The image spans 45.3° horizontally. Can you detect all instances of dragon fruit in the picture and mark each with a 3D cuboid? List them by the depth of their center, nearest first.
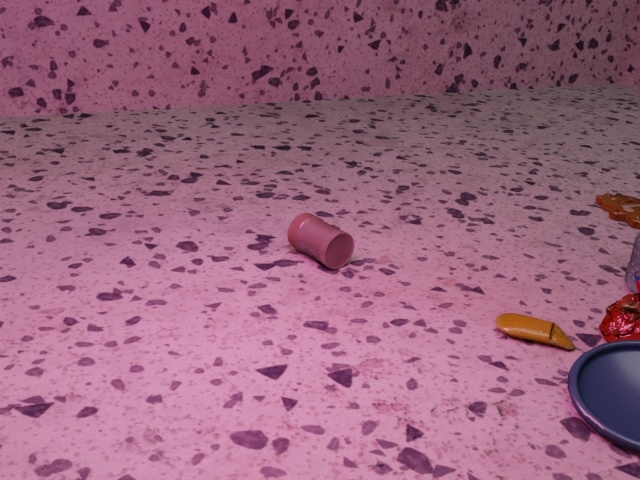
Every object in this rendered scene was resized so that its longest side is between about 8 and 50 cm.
[{"bbox_3d":[0.644,0.162,1.639,0.083,0.106,0.162,8,25,15],"label":"dragon fruit"}]

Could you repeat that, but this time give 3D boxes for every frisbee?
[{"bbox_3d":[0.598,0.290,1.395,0.290,0.049,0.289,-2,34,2],"label":"frisbee"}]

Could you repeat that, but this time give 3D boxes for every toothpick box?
[{"bbox_3d":[0.000,0.000,1.911,0.098,0.098,0.149,-16,31,-37],"label":"toothpick box"}]

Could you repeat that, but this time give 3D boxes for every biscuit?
[{"bbox_3d":[0.958,-0.095,2.354,0.184,0.035,0.249,-1,24,-12],"label":"biscuit"}]

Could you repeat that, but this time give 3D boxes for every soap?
[{"bbox_3d":[0.459,0.189,1.636,0.169,0.033,0.089,11,27,14],"label":"soap"}]

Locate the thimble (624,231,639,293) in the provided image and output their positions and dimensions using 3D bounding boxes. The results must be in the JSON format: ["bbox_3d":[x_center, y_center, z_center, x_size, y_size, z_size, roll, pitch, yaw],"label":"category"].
[{"bbox_3d":[0.850,0.063,1.850,0.198,0.143,0.235,18,29,30],"label":"thimble"}]

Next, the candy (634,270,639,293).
[{"bbox_3d":[0.768,0.150,1.613,0.157,0.100,0.306,-19,17,22],"label":"candy"}]
